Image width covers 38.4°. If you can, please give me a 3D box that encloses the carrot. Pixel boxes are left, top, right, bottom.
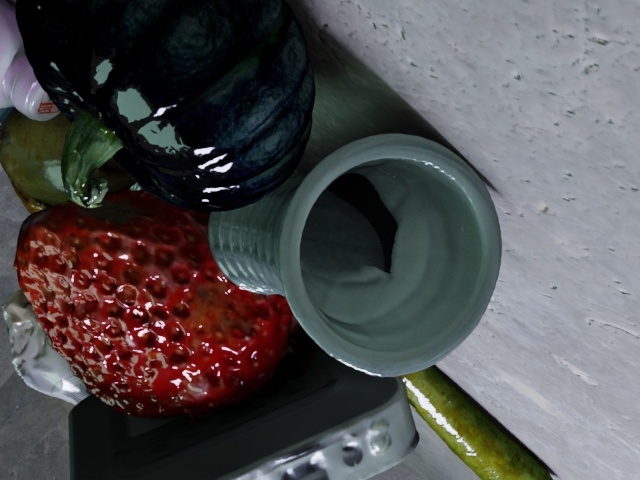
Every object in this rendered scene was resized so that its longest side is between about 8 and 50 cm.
[{"bbox_3d":[0.191,0.246,1.205,0.358,0.074,0.074,45,166,-22],"label":"carrot"}]

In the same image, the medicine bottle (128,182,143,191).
[{"bbox_3d":[-0.257,-0.101,1.227,0.089,0.057,0.057,35,168,8],"label":"medicine bottle"}]

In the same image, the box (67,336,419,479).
[{"bbox_3d":[-0.114,0.229,1.154,0.396,0.395,0.111,-145,34,-70],"label":"box"}]

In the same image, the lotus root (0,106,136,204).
[{"bbox_3d":[-0.318,-0.113,1.127,0.278,0.154,0.154,12,153,50],"label":"lotus root"}]

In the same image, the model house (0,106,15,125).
[{"bbox_3d":[-0.502,-0.194,1.496,0.148,0.119,0.148,30,168,-1],"label":"model house"}]

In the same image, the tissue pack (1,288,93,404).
[{"bbox_3d":[-0.248,0.146,1.434,0.390,0.375,0.195,56,-164,-60],"label":"tissue pack"}]

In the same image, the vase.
[{"bbox_3d":[0.000,0.000,0.677,0.143,0.143,0.299,41,172,-16],"label":"vase"}]

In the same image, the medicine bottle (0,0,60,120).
[{"bbox_3d":[-0.372,-0.211,1.011,0.219,0.115,0.078,35,-153,16],"label":"medicine bottle"}]

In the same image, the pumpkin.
[{"bbox_3d":[-0.089,-0.103,0.534,0.194,0.150,0.194,26,129,36],"label":"pumpkin"}]

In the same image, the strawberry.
[{"bbox_3d":[-0.180,0.050,1.072,0.291,0.291,0.310,15,135,62],"label":"strawberry"}]

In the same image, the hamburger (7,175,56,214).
[{"bbox_3d":[-0.371,-0.063,1.479,0.244,0.163,0.244,43,165,14],"label":"hamburger"}]
